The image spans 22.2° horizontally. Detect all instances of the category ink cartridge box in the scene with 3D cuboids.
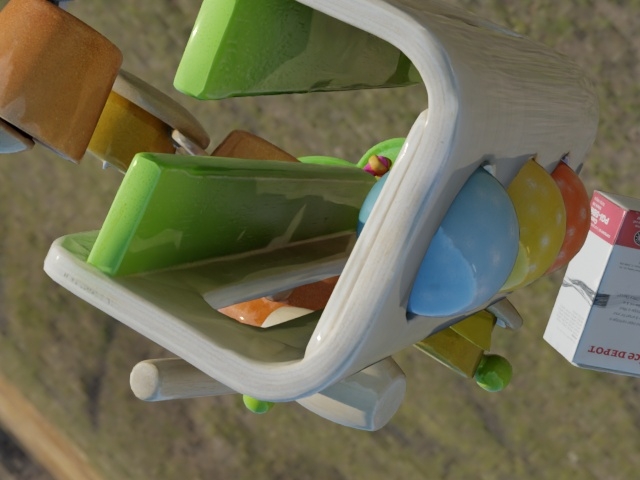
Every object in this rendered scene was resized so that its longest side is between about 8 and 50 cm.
[{"bbox_3d":[0.253,0.037,1.333,0.099,0.135,0.056,11,-165,-26],"label":"ink cartridge box"}]

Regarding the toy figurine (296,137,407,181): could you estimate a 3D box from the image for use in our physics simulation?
[{"bbox_3d":[0.000,0.000,1.055,0.130,0.173,0.159,57,-167,3],"label":"toy figurine"}]

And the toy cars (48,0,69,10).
[{"bbox_3d":[-0.122,-0.265,1.018,0.393,0.087,0.177,-19,74,46],"label":"toy cars"}]

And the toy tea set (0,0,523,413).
[{"bbox_3d":[-0.066,0.004,0.853,0.336,0.124,0.200,32,177,-19],"label":"toy tea set"}]

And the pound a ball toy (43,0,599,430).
[{"bbox_3d":[0.020,0.009,0.644,0.135,0.208,0.319,27,-169,15],"label":"pound a ball toy"}]
